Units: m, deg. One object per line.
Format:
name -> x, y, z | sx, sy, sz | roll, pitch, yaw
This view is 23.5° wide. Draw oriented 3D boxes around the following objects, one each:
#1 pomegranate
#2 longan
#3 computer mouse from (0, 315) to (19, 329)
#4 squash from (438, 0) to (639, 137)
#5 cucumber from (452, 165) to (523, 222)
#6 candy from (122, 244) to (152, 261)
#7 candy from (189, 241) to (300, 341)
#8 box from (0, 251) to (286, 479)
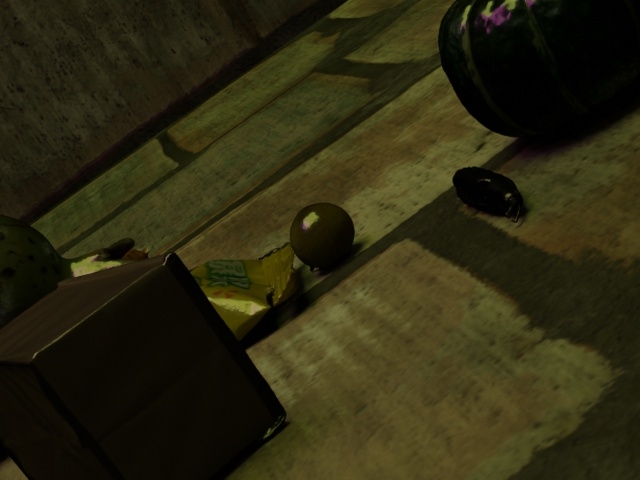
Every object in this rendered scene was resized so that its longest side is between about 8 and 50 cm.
pomegranate -> -0.380, 0.087, 1.978 | 0.306, 0.242, 0.242 | 4, -1, -21
longan -> 0.000, 0.000, 1.621 | 0.075, 0.075, 0.083 | -59, -14, -60
computer mouse -> -0.342, 0.157, 1.780 | 0.295, 0.087, 0.168 | -23, 26, 4
squash -> 0.241, -0.212, 1.539 | 0.252, 0.165, 0.252 | -33, 10, 7
cucumber -> 0.160, -0.046, 1.435 | 0.043, 0.039, 0.163 | -57, 13, -1
candy -> -0.277, 0.048, 2.153 | 0.053, 0.046, 0.182 | -32, 8, 27
candy -> -0.154, 0.091, 1.606 | 0.297, 0.081, 0.187 | -28, 17, 2
box -> -0.184, 0.132, 1.323 | 0.153, 0.188, 0.252 | -41, 17, -27
